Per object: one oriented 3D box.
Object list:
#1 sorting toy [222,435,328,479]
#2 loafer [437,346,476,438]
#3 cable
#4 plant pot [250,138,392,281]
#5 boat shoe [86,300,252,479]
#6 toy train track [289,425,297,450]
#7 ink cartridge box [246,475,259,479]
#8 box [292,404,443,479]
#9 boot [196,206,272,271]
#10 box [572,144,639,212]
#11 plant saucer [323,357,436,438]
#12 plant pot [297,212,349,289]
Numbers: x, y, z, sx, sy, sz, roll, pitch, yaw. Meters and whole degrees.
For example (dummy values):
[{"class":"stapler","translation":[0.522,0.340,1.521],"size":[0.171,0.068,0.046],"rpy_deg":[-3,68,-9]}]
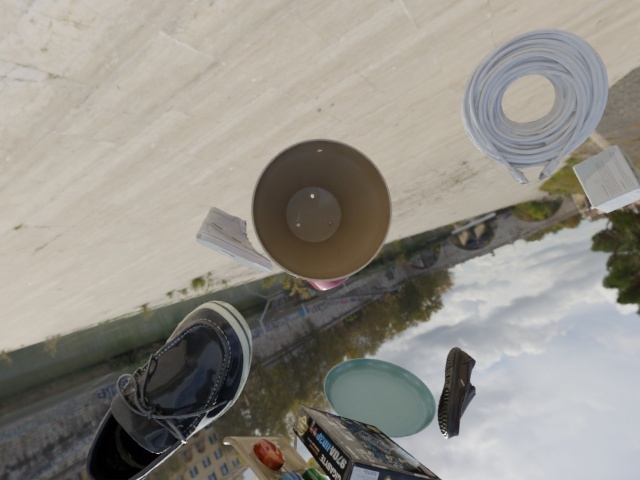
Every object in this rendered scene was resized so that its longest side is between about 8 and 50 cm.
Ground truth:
[{"class":"sorting toy","translation":[-0.036,0.461,0.824],"size":[0.041,0.229,0.307],"rpy_deg":[-56,148,-8]},{"class":"loafer","translation":[0.345,0.375,1.004],"size":[0.078,0.220,0.080],"rpy_deg":[17,156,4]},{"class":"cable","translation":[0.416,-0.275,0.812],"size":[0.257,0.257,0.089],"rpy_deg":[-52,178,35]},{"class":"plant pot","translation":[-0.007,-0.062,0.904],"size":[0.284,0.284,0.191],"rpy_deg":[-22,-176,-6]},{"class":"boat shoe","translation":[-0.304,0.322,0.806],"size":[0.500,0.187,0.156],"rpy_deg":[-49,170,20]},{"class":"toy train track","translation":[-0.076,0.586,1.204],"size":[0.048,0.083,0.014],"rpy_deg":[16,155,-34]},{"class":"ink cartridge box","translation":[-0.162,0.544,0.799],"size":[0.232,0.066,0.189],"rpy_deg":[-33,178,-2]},{"class":"box","translation":[0.069,0.360,0.692],"size":[0.175,0.051,0.220],"rpy_deg":[24,170,-21]},{"class":"boot","translation":[-0.237,-0.003,1.234],"size":[0.258,0.123,0.095],"rpy_deg":[31,156,-32]},{"class":"box","translation":[0.602,-0.123,0.847],"size":[0.102,0.101,0.087],"rpy_deg":[7,151,-41]},{"class":"plant saucer","translation":[0.164,0.448,1.164],"size":[0.317,0.044,0.317],"rpy_deg":[7,-160,-2]},{"class":"plant pot","translation":[0.000,0.000,1.088],"size":[0.201,0.180,0.201],"rpy_deg":[-37,-159,17]}]
